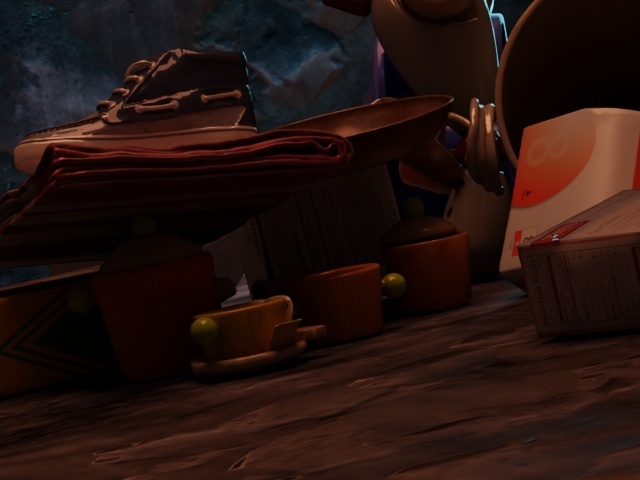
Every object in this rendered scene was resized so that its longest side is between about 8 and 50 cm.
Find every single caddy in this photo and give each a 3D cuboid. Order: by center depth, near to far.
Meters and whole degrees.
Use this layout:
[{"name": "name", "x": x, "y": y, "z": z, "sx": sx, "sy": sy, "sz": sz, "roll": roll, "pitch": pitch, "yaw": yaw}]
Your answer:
[{"name": "caddy", "x": 0.120, "y": -0.108, "z": 1.973, "sx": 0.179, "sy": 0.241, "sz": 0.341, "roll": -4, "pitch": -16, "yaw": 9}]

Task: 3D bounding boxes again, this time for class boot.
[{"name": "boot", "x": -0.145, "y": -0.099, "z": 1.421, "sx": 0.190, "sy": 0.086, "sz": 0.069, "roll": -5, "pitch": -12, "yaw": -13}]

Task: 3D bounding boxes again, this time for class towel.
[{"name": "towel", "x": -0.146, "y": -0.029, "z": 1.462, "sx": 0.237, "sy": 0.037, "sz": 0.329, "roll": -4, "pitch": -10, "yaw": -25}]

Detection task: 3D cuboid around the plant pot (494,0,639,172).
[{"name": "plant pot", "x": 0.289, "y": -0.094, "z": 1.695, "sx": 0.257, "sy": 0.256, "sz": 0.274, "roll": -11, "pitch": -13, "yaw": 2}]

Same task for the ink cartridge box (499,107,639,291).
[{"name": "ink cartridge box", "x": 0.229, "y": -0.043, "z": 1.456, "sx": 0.045, "sy": 0.145, "sz": 0.179, "roll": 32, "pitch": -34, "yaw": -31}]

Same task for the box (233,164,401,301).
[{"name": "box", "x": 0.000, "y": 0.000, "z": 1.641, "sx": 0.137, "sy": 0.126, "sz": 0.072, "roll": -17, "pitch": 5, "yaw": -23}]

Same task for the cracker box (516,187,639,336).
[{"name": "cracker box", "x": 0.262, "y": 0.002, "z": 1.146, "sx": 0.232, "sy": 0.067, "sz": 0.156, "roll": -7, "pitch": 11, "yaw": 38}]

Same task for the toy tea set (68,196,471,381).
[{"name": "toy tea set", "x": -0.028, "y": 0.020, "z": 1.443, "sx": 0.200, "sy": 0.124, "sz": 0.336, "roll": -9, "pitch": 4, "yaw": 41}]

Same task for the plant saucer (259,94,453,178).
[{"name": "plant saucer", "x": 0.019, "y": -0.082, "z": 1.541, "sx": 0.199, "sy": 0.036, "sz": 0.198, "roll": -14, "pitch": 9, "yaw": 2}]

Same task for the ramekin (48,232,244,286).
[{"name": "ramekin", "x": -0.183, "y": -0.005, "z": 1.859, "sx": 0.207, "sy": 0.207, "sz": 0.109, "roll": -10, "pitch": 12, "yaw": 25}]

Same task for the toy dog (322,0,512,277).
[{"name": "toy dog", "x": 0.088, "y": -0.137, "z": 1.714, "sx": 0.161, "sy": 0.333, "sz": 0.220, "roll": -7, "pitch": -30, "yaw": 10}]

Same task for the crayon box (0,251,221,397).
[{"name": "crayon box", "x": -0.271, "y": 0.084, "z": 1.565, "sx": 0.323, "sy": 0.083, "sz": 0.203, "roll": -12, "pitch": 3, "yaw": -32}]
